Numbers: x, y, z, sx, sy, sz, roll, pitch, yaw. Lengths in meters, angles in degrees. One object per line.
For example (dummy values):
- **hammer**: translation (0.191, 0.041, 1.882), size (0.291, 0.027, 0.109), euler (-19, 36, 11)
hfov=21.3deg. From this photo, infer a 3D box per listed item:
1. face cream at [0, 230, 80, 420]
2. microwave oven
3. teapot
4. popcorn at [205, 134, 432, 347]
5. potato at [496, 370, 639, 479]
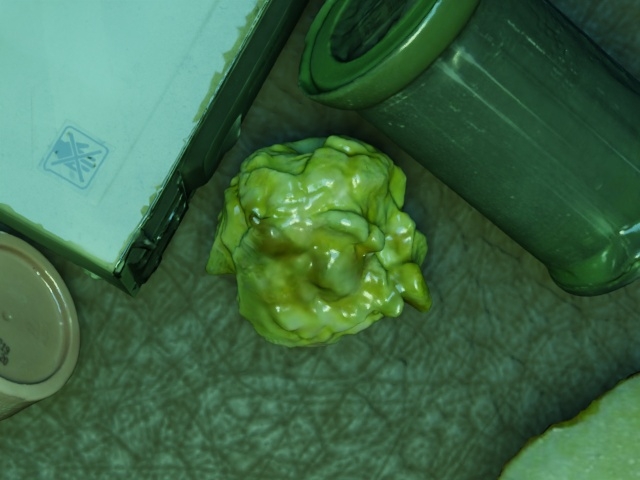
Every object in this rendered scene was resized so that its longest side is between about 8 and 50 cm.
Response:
- **face cream**: translation (-0.286, 0.078, 1.404), size (0.104, 0.149, 0.149), euler (-27, 84, 34)
- **microwave oven**: translation (-0.195, -0.200, 1.415), size (0.333, 0.247, 0.394), euler (29, 83, -1)
- **teapot**: translation (0.164, -0.116, 1.427), size (0.337, 0.270, 0.200), euler (38, 109, -24)
- **popcorn**: translation (0.001, -0.001, 1.430), size (0.167, 0.187, 0.185), euler (-35, 100, -35)
- **potato**: translation (0.329, 0.329, 1.370), size (0.442, 0.319, 0.385), euler (11, 42, 7)
